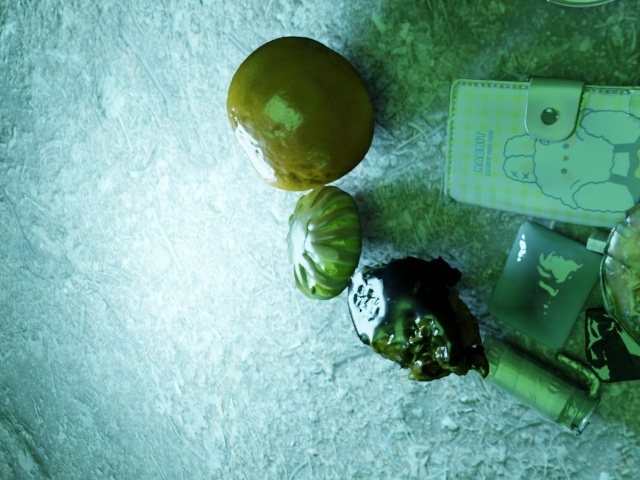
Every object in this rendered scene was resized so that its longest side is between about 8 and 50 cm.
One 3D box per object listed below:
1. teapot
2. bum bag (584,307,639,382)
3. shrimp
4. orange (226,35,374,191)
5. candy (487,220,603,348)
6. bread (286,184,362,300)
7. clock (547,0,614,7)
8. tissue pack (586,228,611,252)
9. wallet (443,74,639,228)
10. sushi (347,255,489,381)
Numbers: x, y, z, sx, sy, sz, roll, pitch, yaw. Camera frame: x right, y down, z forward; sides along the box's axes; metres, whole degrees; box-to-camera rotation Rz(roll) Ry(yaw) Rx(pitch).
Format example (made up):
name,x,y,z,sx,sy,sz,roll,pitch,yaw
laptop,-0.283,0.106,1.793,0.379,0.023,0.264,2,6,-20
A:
name,x,y,z,sx,sy,sz,roll,pitch,yaw
teapot,0.358,0.221,1.114,0.200,0.077,0.107,30,97,25
bum bag,0.516,0.151,0.994,0.248,0.060,0.123,-7,94,33
shrimp,0.530,0.104,0.913,0.233,0.071,0.365,-37,82,34
orange,-0.032,-0.216,1.155,0.261,0.261,0.261,9,107,32
candy,0.352,0.071,1.077,0.138,0.071,0.174,30,116,27
bread,0.000,0.000,1.231,0.213,0.104,0.213,-39,46,56
clock,0.377,-0.449,0.942,0.244,0.056,0.244,9,106,33
tissue pack,0.454,0.011,1.004,0.108,0.056,0.023,17,116,31
wallet,0.345,-0.133,1.030,0.309,0.077,0.223,12,110,29
sushi,0.162,0.136,1.118,0.213,0.200,0.204,-31,58,48
